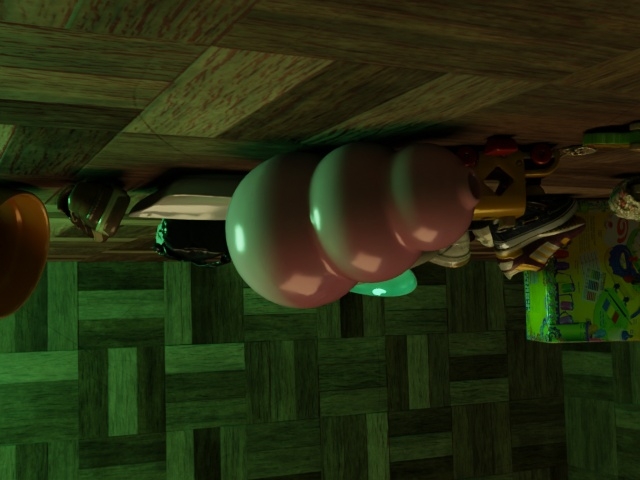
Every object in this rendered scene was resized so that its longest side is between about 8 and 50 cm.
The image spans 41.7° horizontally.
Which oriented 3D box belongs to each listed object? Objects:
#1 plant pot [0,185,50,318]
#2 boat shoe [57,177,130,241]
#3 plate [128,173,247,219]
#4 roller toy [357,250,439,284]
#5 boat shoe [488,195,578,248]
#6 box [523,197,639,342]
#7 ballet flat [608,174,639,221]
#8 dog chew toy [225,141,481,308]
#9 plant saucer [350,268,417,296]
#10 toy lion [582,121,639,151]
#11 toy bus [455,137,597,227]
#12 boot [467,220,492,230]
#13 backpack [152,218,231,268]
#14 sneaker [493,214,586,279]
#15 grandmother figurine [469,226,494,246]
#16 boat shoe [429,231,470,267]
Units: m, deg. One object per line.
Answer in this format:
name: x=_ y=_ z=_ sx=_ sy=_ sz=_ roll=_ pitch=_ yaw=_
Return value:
plant pot: x=-0.566 y=0.003 z=1.328 sx=0.187 sy=0.205 sz=0.205 roll=13 pitch=178 yaw=12
boat shoe: x=-0.356 y=-0.058 z=1.305 sx=0.095 sy=0.095 sz=0.257 roll=24 pitch=169 yaw=-16
plate: x=-0.148 y=-0.070 z=1.371 sx=0.278 sy=0.045 sz=0.277 roll=1 pitch=174 yaw=-25
roller toy: x=0.090 y=-0.006 z=1.356 sx=0.191 sy=0.146 sz=0.209 roll=-19 pitch=-178 yaw=-11
boat shoe: x=0.406 y=-0.058 z=1.616 sx=0.183 sy=0.083 sz=0.065 roll=-27 pitch=-156 yaw=-5
box: x=0.584 y=0.065 z=1.764 sx=0.279 sy=0.290 sz=0.177 roll=-1 pitch=175 yaw=-1
ballet flat: x=0.600 y=-0.075 z=1.381 sx=0.240 sy=0.091 sz=0.077 roll=-6 pitch=153 yaw=7
dog chew toy: x=0.043 y=-0.030 z=1.059 sx=0.331 sy=0.207 sz=0.206 roll=-13 pitch=170 yaw=32
plant saucer: x=0.037 y=0.025 z=1.616 sx=0.317 sy=0.044 sz=0.317 roll=17 pitch=161 yaw=6
toy lion: x=0.377 y=-0.122 z=1.027 sx=0.100 sy=0.034 sz=0.096 roll=1 pitch=-178 yaw=-29
toy bus: x=0.244 y=-0.070 z=1.137 sx=0.191 sy=0.104 sz=0.202 roll=2 pitch=174 yaw=-43
boot: x=0.199 y=-0.044 z=1.577 sx=0.236 sy=0.085 sz=0.178 roll=-1 pitch=178 yaw=6
backpack: x=-0.250 y=-0.011 z=1.632 sx=0.151 sy=0.115 sz=0.182 roll=12 pitch=172 yaw=-17
sneaker: x=0.437 y=0.012 z=1.654 sx=0.185 sy=0.084 sz=0.069 roll=-21 pitch=-156 yaw=9
grandmother figurine: x=0.294 y=-0.023 z=1.844 sx=0.207 sy=0.104 sz=0.342 roll=-30 pitch=-174 yaw=-28
boat shoe: x=0.181 y=-0.030 z=1.736 sx=0.277 sy=0.096 sz=0.098 roll=15 pitch=-146 yaw=23
